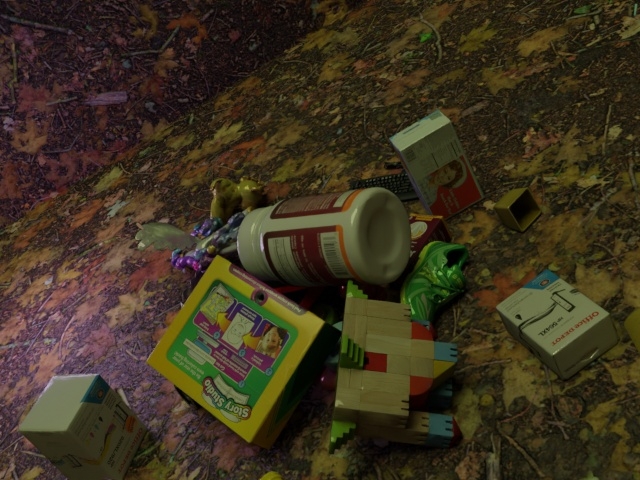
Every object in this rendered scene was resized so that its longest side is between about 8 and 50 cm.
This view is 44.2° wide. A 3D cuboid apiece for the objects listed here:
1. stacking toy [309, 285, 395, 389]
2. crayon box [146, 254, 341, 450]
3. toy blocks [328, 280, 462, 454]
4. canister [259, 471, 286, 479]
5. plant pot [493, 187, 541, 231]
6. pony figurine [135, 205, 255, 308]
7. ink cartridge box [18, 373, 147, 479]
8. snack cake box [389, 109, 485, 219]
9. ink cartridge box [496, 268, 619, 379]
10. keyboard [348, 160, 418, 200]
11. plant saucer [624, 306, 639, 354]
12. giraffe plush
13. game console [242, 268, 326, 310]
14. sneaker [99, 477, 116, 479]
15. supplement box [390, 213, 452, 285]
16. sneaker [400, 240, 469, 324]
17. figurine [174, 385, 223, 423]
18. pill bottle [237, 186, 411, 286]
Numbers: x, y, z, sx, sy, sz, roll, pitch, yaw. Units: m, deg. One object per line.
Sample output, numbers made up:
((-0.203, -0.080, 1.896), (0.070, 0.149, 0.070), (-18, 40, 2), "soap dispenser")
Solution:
((0.017, 0.206, 1.921), (0.279, 0.130, 0.309), (-13, 37, 26), "stacking toy")
((-0.182, 0.252, 1.838), (0.363, 0.106, 0.313), (29, 84, 33), "crayon box")
((0.166, 0.270, 1.646), (0.261, 0.190, 0.381), (7, 45, 1), "toy blocks")
((-0.080, 0.561, 1.589), (0.126, 0.073, 0.170), (-44, 36, -17), "canister")
((0.482, -0.079, 1.970), (0.081, 0.081, 0.083), (-44, 23, -18), "plant pot")
((-0.332, 0.035, 2.339), (0.363, 0.303, 0.351), (-26, 2, 17), "pony figurine")
((-0.583, 0.471, 1.962), (0.168, 0.232, 0.171), (-8, 40, 29), "ink cartridge box")
((0.309, -0.190, 2.078), (0.152, 0.264, 0.089), (-30, 33, 2), "snack cake box")
((0.487, 0.170, 1.631), (0.148, 0.086, 0.203), (-35, 33, -6), "ink cartridge box")
((0.229, -0.185, 2.352), (0.317, 0.033, 0.201), (-7, 40, 31), "keyboard")
((0.755, 0.173, 1.420), (0.333, 0.081, 0.332), (-23, 35, 13), "plant saucer")
((-0.270, -0.148, 2.603), (0.170, 0.210, 0.181), (2, 34, -2), "giraffe plush")
((-0.144, 0.158, 2.106), (0.386, 0.060, 0.342), (-15, 31, 41), "game console")
((-0.501, 0.643, 1.791), (0.095, 0.104, 0.236), (-15, 38, 22), "sneaker")
((0.243, 0.024, 2.020), (0.104, 0.081, 0.188), (7, 49, 43), "supplement box")
((0.274, 0.103, 1.867), (0.123, 0.109, 0.295), (-9, 39, 36), "sneaker")
((-0.231, 0.340, 1.992), (0.215, 0.092, 0.209), (13, 49, 46), "figurine")
((0.000, 0.000, 1.886), (0.392, 0.224, 0.224), (-4, 42, 42), "pill bottle")
